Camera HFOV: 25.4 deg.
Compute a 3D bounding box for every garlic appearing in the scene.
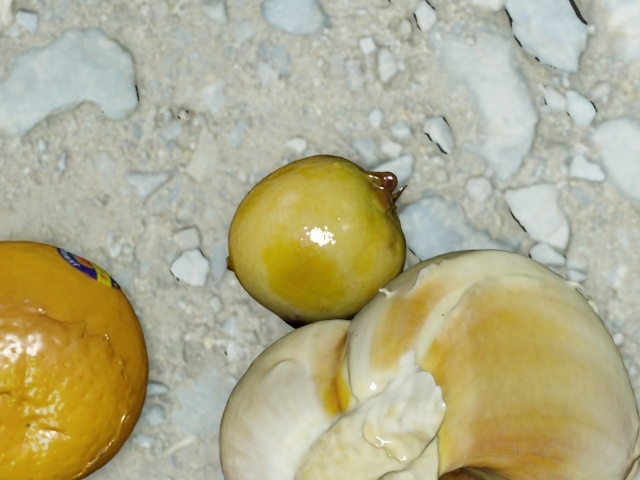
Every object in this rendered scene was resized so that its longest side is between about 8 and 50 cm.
[{"bbox_3d":[0.086,0.138,1.075,0.249,0.313,0.286,47,112,32],"label":"garlic"}]

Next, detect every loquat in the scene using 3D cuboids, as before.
[{"bbox_3d":[0.000,0.000,1.145,0.163,0.163,0.137,-26,65,14],"label":"loquat"}]

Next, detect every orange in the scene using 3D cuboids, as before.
[{"bbox_3d":[-0.256,0.107,1.195,0.219,0.193,0.219,-6,102,-27],"label":"orange"}]
